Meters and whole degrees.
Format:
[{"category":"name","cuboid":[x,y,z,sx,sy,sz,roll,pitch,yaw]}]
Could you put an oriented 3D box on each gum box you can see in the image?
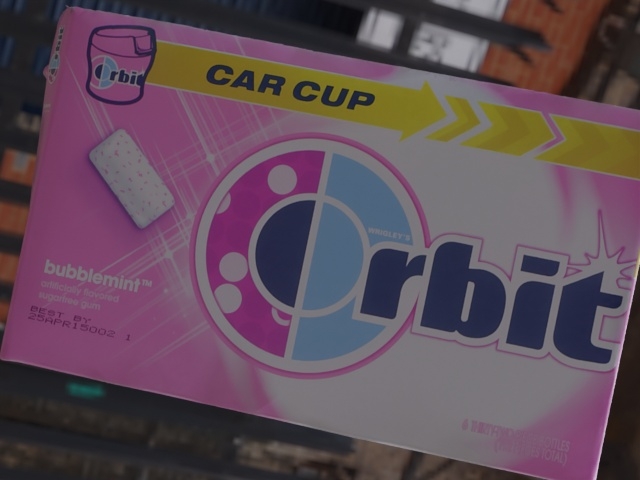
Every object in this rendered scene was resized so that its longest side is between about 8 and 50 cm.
[{"category":"gum box","cuboid":[0.000,0.000,0.475,0.062,0.188,0.107,13,88,-82]}]
